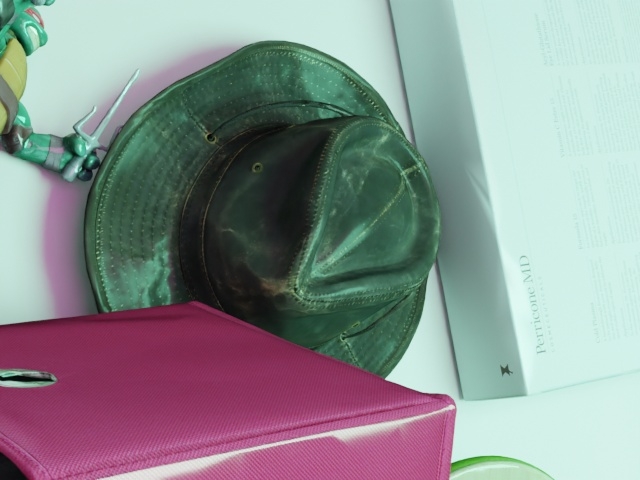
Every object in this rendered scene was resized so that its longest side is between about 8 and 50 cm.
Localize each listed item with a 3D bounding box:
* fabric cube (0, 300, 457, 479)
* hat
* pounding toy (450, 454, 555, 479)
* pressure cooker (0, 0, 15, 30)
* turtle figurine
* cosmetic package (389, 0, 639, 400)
[{"bbox_3d":[-0.110,0.189,0.699,0.258,0.254,0.259,-4,103,-41],"label":"fabric cube"},{"bbox_3d":[0.000,0.000,0.927,0.331,0.134,0.331,2,86,-38],"label":"hat"},{"bbox_3d":[0.088,0.266,0.974,0.183,0.110,0.237,38,85,-23],"label":"pounding toy"},{"bbox_3d":[-0.376,-0.216,0.624,0.375,0.370,0.420,23,61,20],"label":"pressure cooker"},{"bbox_3d":[-0.216,-0.094,0.846,0.175,0.118,0.234,69,33,-52],"label":"turtle figurine"},{"bbox_3d":[0.229,-0.066,1.114,0.284,0.097,0.377,-6,84,-34],"label":"cosmetic package"}]
